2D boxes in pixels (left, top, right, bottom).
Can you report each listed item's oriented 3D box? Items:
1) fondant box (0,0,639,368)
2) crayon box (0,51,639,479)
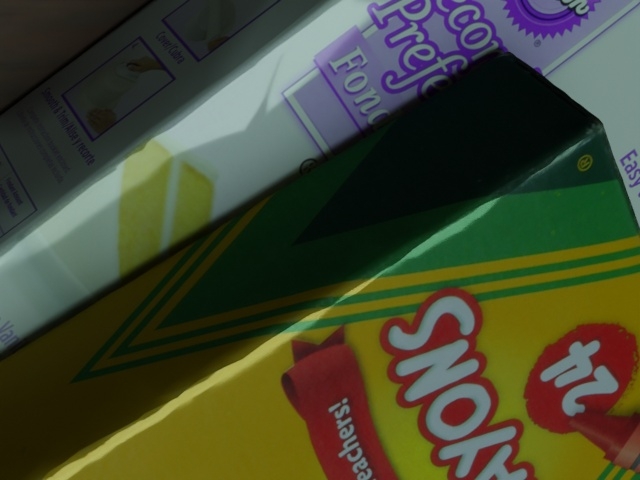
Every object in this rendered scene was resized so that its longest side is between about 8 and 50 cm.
[{"bbox_3d":[0.000,0.000,0.708,0.330,0.096,0.238,-38,126,-3],"label":"fondant box"},{"bbox_3d":[-0.008,0.095,0.649,0.319,0.081,0.202,-32,126,-5],"label":"crayon box"}]
